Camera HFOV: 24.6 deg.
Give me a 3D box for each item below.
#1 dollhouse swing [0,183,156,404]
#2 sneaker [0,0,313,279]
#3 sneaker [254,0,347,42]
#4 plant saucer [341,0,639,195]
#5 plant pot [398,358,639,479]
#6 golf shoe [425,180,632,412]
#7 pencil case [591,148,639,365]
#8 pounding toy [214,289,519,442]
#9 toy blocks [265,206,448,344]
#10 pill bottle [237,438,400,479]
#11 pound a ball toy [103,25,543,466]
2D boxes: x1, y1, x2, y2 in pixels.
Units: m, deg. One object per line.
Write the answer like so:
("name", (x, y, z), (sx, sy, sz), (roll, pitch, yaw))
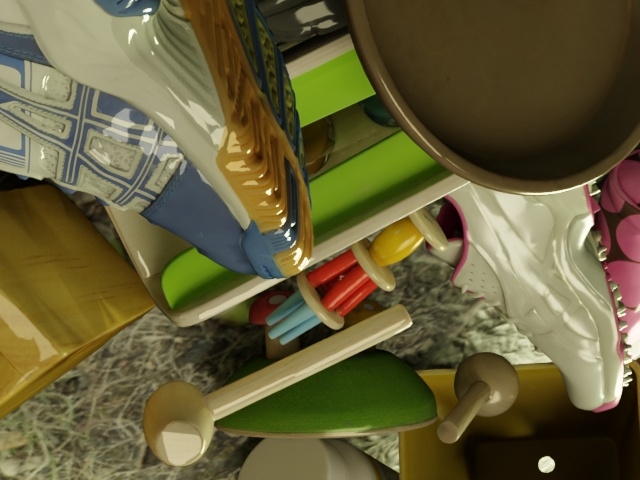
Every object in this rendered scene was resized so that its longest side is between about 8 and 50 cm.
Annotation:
("dollhouse swing", (-0.361, 0.037, 0.965), (0.347, 0.305, 0.315), (-36, 180, 11))
("sneaker", (-0.100, -0.071, 0.604), (0.131, 0.111, 0.296), (-18, 142, 15))
("sneaker", (-0.097, -0.158, 0.881), (0.286, 0.109, 0.130), (-29, 131, -8))
("plant saucer", (0.118, -0.165, 0.903), (0.278, 0.041, 0.277), (0, 90, -34))
("plant pot", (0.195, 0.233, 1.324), (0.212, 0.212, 0.187), (-5, 162, 15))
("golf shoe", (0.161, 0.016, 1.161), (0.140, 0.115, 0.306), (-16, 120, 6))
("pencil case", (0.276, 0.019, 1.260), (0.098, 0.095, 0.209), (-35, 149, -33))
("pounding toy", (0.026, 0.092, 1.176), (0.237, 0.110, 0.183), (-2, -179, 24))
("toy blocks", (0.000, 0.000, 1.082), (0.148, 0.054, 0.123), (-37, 97, 14))
("pill bottle", (0.023, 0.251, 1.342), (0.119, 0.119, 0.208), (-38, 138, 13))
("pound a ball toy", (-0.014, -0.021, 0.971), (0.319, 0.136, 0.208), (-28, 105, -10))
